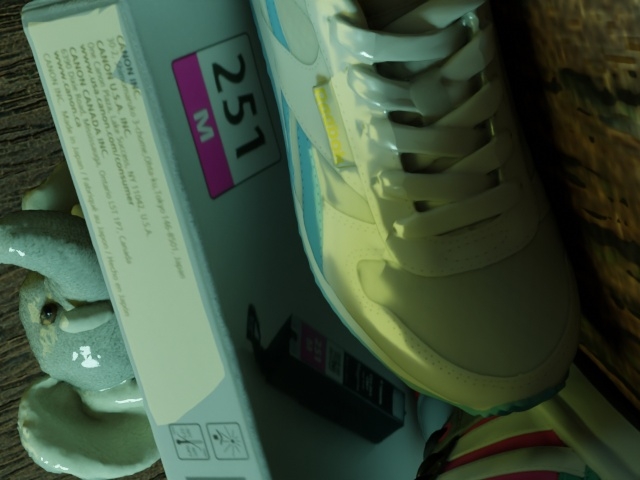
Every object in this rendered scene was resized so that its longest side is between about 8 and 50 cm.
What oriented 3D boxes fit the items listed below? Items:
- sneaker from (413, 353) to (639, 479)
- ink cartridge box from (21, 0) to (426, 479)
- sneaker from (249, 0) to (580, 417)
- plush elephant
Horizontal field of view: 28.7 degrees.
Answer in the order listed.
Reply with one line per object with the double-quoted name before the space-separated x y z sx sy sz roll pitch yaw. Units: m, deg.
"sneaker" 0.033 0.128 0.445 0.295 0.178 0.124 -130 22 -75
"ink cartridge box" 0.000 0.000 0.574 0.239 0.060 0.275 -35 -66 -53
"sneaker" 0.026 -0.049 0.429 0.092 0.087 0.229 110 139 -75
"plush elephant" -0.105 0.013 0.850 0.330 0.255 0.272 80 175 -63
